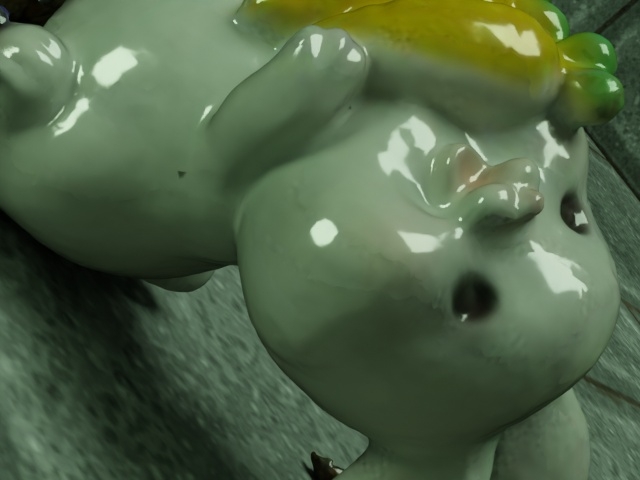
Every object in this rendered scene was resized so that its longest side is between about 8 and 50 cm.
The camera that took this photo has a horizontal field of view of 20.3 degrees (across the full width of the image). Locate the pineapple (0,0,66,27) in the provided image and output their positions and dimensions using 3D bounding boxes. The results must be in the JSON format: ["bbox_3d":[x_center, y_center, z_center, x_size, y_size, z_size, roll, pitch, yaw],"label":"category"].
[{"bbox_3d":[-0.206,-0.173,0.746,0.279,0.158,0.158,7,43,-55],"label":"pineapple"}]

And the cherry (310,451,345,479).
[{"bbox_3d":[0.069,0.107,0.957,0.225,0.090,0.107,12,50,-53],"label":"cherry"}]

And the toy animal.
[{"bbox_3d":[0.001,-0.004,0.755,0.310,0.247,0.183,36,31,15],"label":"toy animal"}]
